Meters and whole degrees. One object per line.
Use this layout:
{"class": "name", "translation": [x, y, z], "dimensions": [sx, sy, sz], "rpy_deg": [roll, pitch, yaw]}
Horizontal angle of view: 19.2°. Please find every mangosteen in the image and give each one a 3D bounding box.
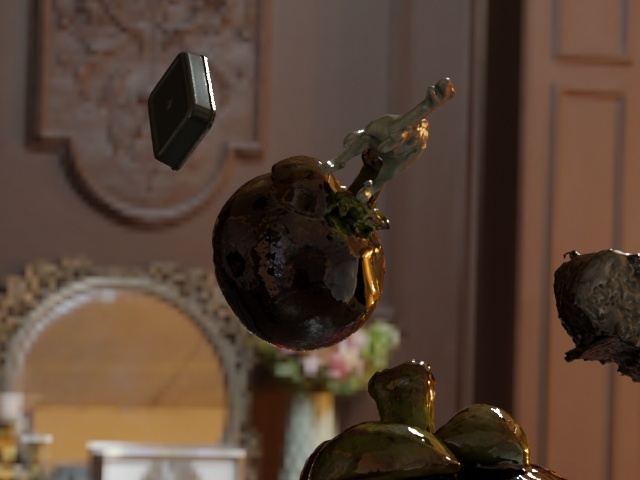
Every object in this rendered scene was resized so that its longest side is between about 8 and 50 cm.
{"class": "mangosteen", "translation": [0.104, 0.289, 1.512], "dimensions": [0.330, 0.330, 0.330], "rpy_deg": [1, -1, 0]}
{"class": "mangosteen", "translation": [0.000, 0.000, 2.313], "dimensions": [0.289, 0.231, 0.231], "rpy_deg": [-39, -23, 28]}

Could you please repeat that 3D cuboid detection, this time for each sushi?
{"class": "sushi", "translation": [0.386, 0.111, 2.399], "dimensions": [0.212, 0.147, 0.115], "rpy_deg": [33, -25, -14]}

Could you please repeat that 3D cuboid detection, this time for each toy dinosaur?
{"class": "toy dinosaur", "translation": [0.085, -0.103, 2.006], "dimensions": [0.167, 0.053, 0.242], "rpy_deg": [-35, -14, 7]}

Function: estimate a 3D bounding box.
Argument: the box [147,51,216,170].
{"class": "box", "translation": [-0.153, -0.144, 2.058], "dimensions": [0.031, 0.126, 0.091], "rpy_deg": [22, -55, -27]}
